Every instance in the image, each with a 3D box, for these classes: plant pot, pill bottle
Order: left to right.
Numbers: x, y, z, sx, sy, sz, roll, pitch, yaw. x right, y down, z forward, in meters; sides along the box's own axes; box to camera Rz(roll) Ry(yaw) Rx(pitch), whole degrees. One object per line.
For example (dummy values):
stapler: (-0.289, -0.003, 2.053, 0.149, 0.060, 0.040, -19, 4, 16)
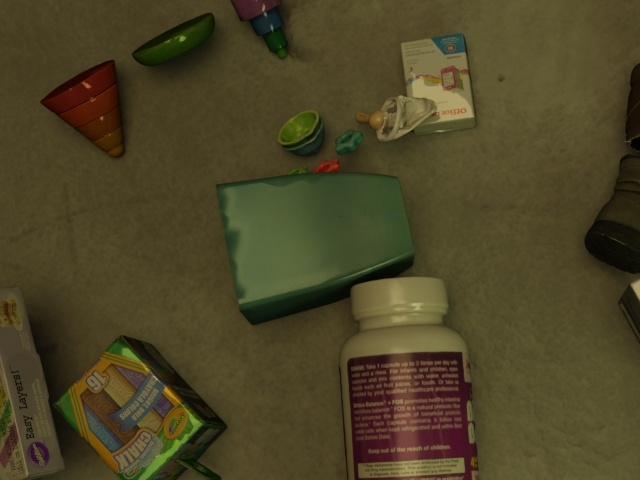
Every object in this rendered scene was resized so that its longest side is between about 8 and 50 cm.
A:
plant pot: (0.000, 0.000, 1.668, 0.234, 0.166, 0.165, -11, 79, 0)
pill bottle: (0.110, 0.203, 1.604, 0.169, 0.169, 0.301, -5, 80, 9)

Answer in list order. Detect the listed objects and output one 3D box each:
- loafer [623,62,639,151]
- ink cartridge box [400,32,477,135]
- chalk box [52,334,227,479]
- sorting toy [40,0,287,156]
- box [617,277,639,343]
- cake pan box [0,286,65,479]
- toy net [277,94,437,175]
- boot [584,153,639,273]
loafer: (0.508, -0.139, 1.534, 0.134, 0.366, 0.130, 20, 88, -25)
ink cartridge box: (0.162, -0.212, 1.725, 0.089, 0.052, 0.122, -8, 81, 8)
chalk box: (-0.220, 0.249, 1.671, 0.132, 0.132, 0.213, -45, 75, 0)
sorting toy: (-0.205, -0.229, 1.783, 0.366, 0.127, 0.126, -26, 106, 2)
box: (0.422, 0.120, 1.556, 0.038, 0.186, 0.145, -28, 76, 4)
cake pan box: (-0.463, 0.225, 1.693, 0.246, 0.070, 0.266, -26, 75, 39)
toy net: (0.042, -0.145, 1.686, 0.232, 0.045, 0.122, -17, 36, 29)
boot: (0.473, -0.010, 1.614, 0.246, 0.083, 0.161, 30, 64, 10)
